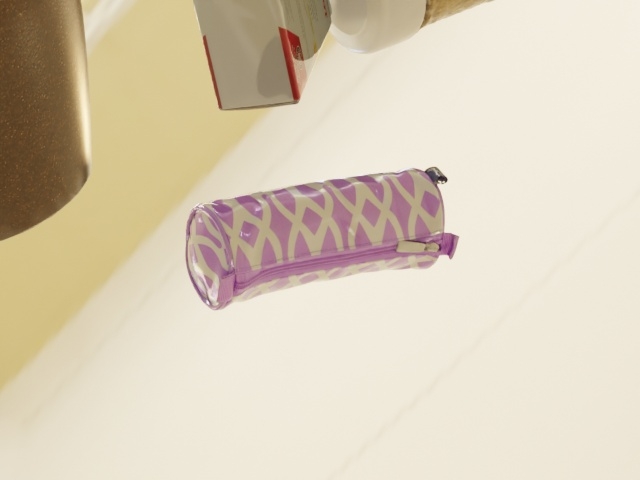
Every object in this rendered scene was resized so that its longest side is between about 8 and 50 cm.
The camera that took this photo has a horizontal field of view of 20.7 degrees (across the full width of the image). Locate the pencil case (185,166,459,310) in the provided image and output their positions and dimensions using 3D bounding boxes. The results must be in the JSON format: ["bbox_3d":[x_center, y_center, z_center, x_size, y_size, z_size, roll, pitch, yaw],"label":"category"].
[{"bbox_3d":[0.000,0.000,1.326,0.088,0.206,0.086,57,-32,41],"label":"pencil case"}]

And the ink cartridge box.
[{"bbox_3d":[-0.047,-0.202,1.469,0.072,0.127,0.175,-6,-153,13],"label":"ink cartridge box"}]

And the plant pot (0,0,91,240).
[{"bbox_3d":[-0.214,-0.117,0.941,0.215,0.230,0.215,-16,-150,9],"label":"plant pot"}]

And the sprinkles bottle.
[{"bbox_3d":[0.161,-0.283,1.617,0.355,0.121,0.121,-25,-170,-27],"label":"sprinkles bottle"}]
